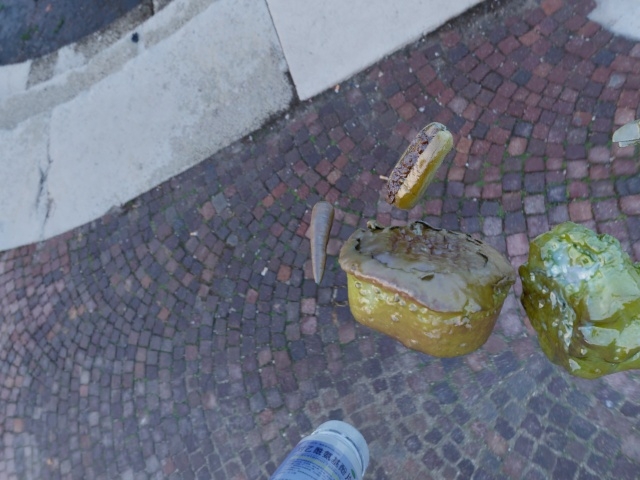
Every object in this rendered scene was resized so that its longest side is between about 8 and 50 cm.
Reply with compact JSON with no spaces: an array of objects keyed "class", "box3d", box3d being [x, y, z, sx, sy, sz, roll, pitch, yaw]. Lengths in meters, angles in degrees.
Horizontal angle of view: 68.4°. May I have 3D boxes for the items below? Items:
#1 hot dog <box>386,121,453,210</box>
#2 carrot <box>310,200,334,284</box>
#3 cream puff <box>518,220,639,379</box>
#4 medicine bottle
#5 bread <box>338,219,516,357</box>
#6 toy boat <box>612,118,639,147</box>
[{"class":"hot dog","box3d":[0.210,-0.158,1.068,0.102,0.076,0.249,65,148,30]},{"class":"carrot","box3d":[0.000,0.000,0.924,0.048,0.048,0.216,-15,43,22]},{"class":"cream puff","box3d":[0.471,0.094,0.803,0.184,0.282,0.282,-7,74,0]},{"class":"medicine bottle","box3d":[-0.008,0.313,0.592,0.102,0.186,0.103,5,101,24]},{"class":"bread","box3d":[0.216,0.092,1.022,0.358,0.336,0.204,24,117,36]},{"class":"toy boat","box3d":[0.594,-0.147,0.662,0.310,0.089,0.116,12,100,35]}]
